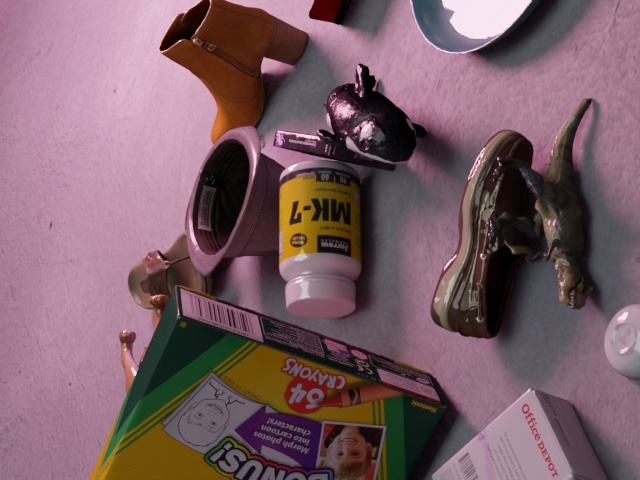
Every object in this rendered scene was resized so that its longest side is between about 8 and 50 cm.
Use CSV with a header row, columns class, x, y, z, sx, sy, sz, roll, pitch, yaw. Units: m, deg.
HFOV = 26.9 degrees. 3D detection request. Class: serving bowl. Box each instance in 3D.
class,x,y,z,sx,sy,sz,roll,pitch,yaw
serving bowl,0.336,0.107,1.446,0.083,0.027,0.083,-27,56,49

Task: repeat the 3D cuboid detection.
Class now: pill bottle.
class,x,y,z,sx,sy,sz,roll,pitch,yaw
pill bottle,0.000,0.000,1.922,0.119,0.119,0.208,-29,56,50

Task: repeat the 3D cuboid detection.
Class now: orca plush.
class,x,y,z,sx,sy,sz,roll,pitch,yaw
orca plush,0.073,-0.198,1.855,0.287,0.151,0.102,-87,0,-68

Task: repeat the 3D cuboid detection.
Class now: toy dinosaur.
class,x,y,z,sx,sy,sz,roll,pitch,yaw
toy dinosaur,0.258,-0.044,1.558,0.064,0.118,0.268,101,172,-71

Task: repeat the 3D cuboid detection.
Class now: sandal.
class,x,y,z,sx,sy,sz,roll,pitch,yaw
sandal,-0.272,0.068,2.318,0.303,0.086,0.120,-29,79,54

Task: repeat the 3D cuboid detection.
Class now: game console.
class,x,y,z,sx,sy,sz,roll,pitch,yaw
game console,0.016,-0.418,2.086,0.124,0.085,0.144,45,116,53

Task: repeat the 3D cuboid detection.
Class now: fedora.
class,x,y,z,sx,sy,sz,roll,pitch,yaw
fedora,-0.110,-0.051,2.104,0.243,0.124,0.275,-69,24,8

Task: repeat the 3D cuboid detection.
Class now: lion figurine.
class,x,y,z,sx,sy,sz,roll,pitch,yaw
lion figurine,-0.253,0.232,2.213,0.392,0.142,0.240,125,144,-67

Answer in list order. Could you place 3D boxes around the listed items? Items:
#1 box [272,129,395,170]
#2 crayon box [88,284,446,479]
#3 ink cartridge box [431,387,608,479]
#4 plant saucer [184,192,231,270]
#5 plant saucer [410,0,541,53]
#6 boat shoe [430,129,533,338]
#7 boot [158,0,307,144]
class,x,y,z,sx,sy,sz,roll,pitch,yaw
box,0.020,-0.131,1.943,0.162,0.116,0.029,14,92,58
crayon box,-0.074,0.264,1.698,0.106,0.363,0.313,-110,43,-67
ink cartridge box,0.223,0.271,1.499,0.175,0.072,0.127,-47,42,27
plant saucer,-0.185,-0.047,2.304,0.199,0.036,0.198,-29,54,50
plant saucer,0.232,-0.397,1.784,0.318,0.044,0.317,-26,58,51
boat shoe,0.221,-0.002,1.624,0.095,0.095,0.257,22,101,40
boot,-0.178,-0.281,2.217,0.295,0.211,0.104,-49,40,36
